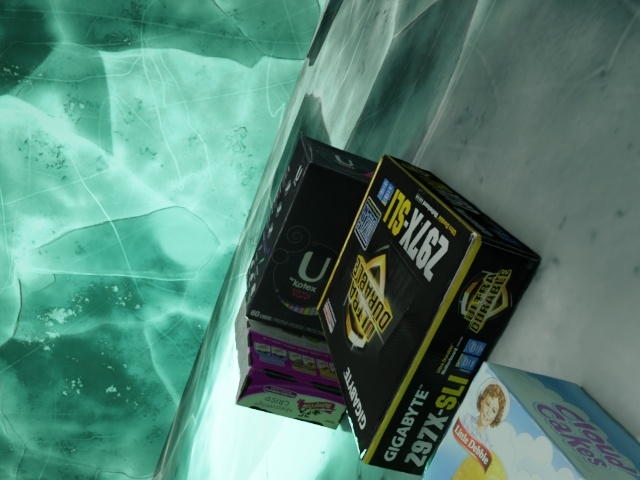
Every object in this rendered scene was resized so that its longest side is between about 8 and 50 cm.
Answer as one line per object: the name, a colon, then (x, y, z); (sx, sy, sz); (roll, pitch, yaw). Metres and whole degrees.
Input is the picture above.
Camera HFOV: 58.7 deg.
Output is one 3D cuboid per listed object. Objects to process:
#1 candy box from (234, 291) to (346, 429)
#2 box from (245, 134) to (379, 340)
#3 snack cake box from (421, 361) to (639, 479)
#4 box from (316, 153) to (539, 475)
candy box: (-0.052, 0.179, 0.893); (0.233, 0.159, 0.071); (-109, 40, -66)
box: (0.000, 0.000, 0.897); (0.143, 0.165, 0.270); (-105, 35, -64)
snack cake box: (0.148, 0.202, 0.306); (0.264, 0.089, 0.152); (-119, 48, -69)
box: (0.095, 0.060, 0.675); (0.322, 0.079, 0.257); (-111, 43, -67)
